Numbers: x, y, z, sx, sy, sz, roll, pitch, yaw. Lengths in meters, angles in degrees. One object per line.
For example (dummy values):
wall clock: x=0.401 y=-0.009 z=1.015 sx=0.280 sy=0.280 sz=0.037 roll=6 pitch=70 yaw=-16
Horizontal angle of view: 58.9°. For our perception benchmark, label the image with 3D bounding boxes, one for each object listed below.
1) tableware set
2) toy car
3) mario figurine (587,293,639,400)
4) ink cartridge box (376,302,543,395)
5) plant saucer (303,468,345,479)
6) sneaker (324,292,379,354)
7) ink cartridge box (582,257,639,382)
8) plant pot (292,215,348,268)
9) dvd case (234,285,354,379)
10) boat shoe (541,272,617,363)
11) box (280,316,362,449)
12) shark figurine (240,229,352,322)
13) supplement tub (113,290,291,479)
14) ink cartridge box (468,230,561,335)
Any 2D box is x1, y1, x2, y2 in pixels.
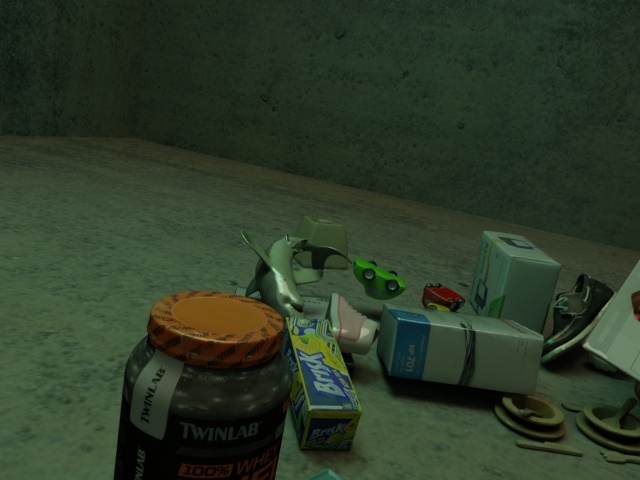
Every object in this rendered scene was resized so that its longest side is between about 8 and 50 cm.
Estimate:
tableware set: x=0.318 y=0.219 z=0.710 sx=0.194 sy=0.039 sz=0.128 roll=9 pitch=13 yaw=-4
toy car: x=0.151 y=0.100 z=0.972 sx=0.225 sy=0.053 sz=0.239 roll=26 pitch=13 yaw=0
mario figurine: x=0.567 y=0.189 z=0.938 sx=0.198 sy=0.170 sz=0.320 roll=47 pitch=28 yaw=-1
ink cartridge box: x=0.182 y=0.143 z=0.776 sx=0.191 sy=0.082 sz=0.139 roll=10 pitch=2 yaw=-1
plant saucer: x=0.051 y=0.245 z=0.451 sx=0.192 sy=0.018 sz=0.067 roll=23 pitch=18 yaw=40
sneaker: x=0.042 y=0.118 z=0.784 sx=0.070 sy=0.050 sz=0.134 roll=13 pitch=17 yaw=-5
ink cartridge box: x=0.519 y=0.150 z=0.758 sx=0.261 sy=0.066 sz=0.296 roll=31 pitch=46 yaw=29
plant pot: x=0.000 y=0.000 z=1.265 sx=0.109 sy=0.096 sz=0.109 roll=4 pitch=14 yaw=-25
dvd case: x=-0.049 y=0.128 z=0.838 sx=0.180 sy=0.029 sz=0.238 roll=9 pitch=13 yaw=-4
boat shoe: x=0.419 y=0.130 z=0.956 sx=0.233 sy=0.084 sz=0.079 roll=-29 pitch=70 yaw=-37
box: x=-0.005 y=0.156 z=0.642 sx=0.059 sy=0.054 sz=0.169 roll=6 pitch=25 yaw=-15
shark figurine: x=-0.065 y=0.050 z=0.898 sx=0.166 sy=0.116 sz=0.278 roll=43 pitch=23 yaw=-2
supplement tub: x=-0.086 y=0.140 z=0.408 sx=0.117 sy=0.190 sz=0.117 roll=9 pitch=14 yaw=-2
ink cartridge box: x=0.355 y=0.081 z=1.066 sx=0.093 sy=0.154 sz=0.212 roll=10 pitch=14 yaw=3
